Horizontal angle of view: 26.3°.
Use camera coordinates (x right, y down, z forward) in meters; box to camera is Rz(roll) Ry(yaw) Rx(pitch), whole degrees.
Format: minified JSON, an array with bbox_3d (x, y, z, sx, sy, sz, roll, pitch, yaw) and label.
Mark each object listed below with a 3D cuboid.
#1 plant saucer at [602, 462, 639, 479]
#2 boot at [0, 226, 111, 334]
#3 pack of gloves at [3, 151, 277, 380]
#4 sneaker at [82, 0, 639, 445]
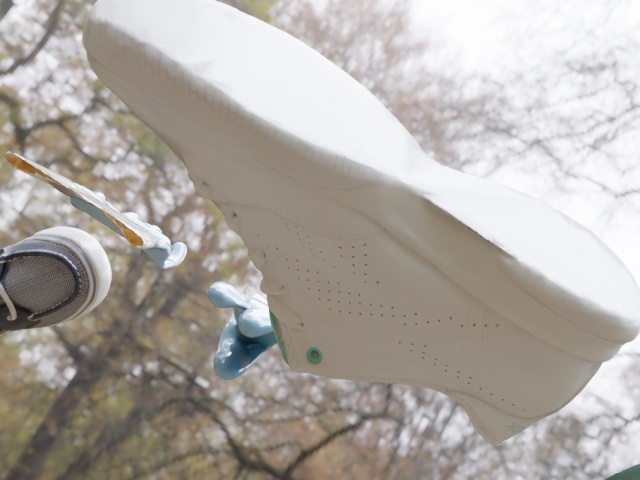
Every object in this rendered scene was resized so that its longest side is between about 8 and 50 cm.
[{"bbox_3d":[0.233,0.189,0.986,0.119,0.021,0.119,-14,-32,-9],"label":"plant saucer"},{"bbox_3d":[-0.233,0.046,0.962,0.190,0.086,0.069,-18,-80,41],"label":"boot"},{"bbox_3d":[-0.077,0.031,0.777,0.195,0.046,0.232,31,-2,4],"label":"pack of gloves"},{"bbox_3d":[0.000,0.000,0.468,0.212,0.080,0.094,34,-62,-5],"label":"sneaker"}]
